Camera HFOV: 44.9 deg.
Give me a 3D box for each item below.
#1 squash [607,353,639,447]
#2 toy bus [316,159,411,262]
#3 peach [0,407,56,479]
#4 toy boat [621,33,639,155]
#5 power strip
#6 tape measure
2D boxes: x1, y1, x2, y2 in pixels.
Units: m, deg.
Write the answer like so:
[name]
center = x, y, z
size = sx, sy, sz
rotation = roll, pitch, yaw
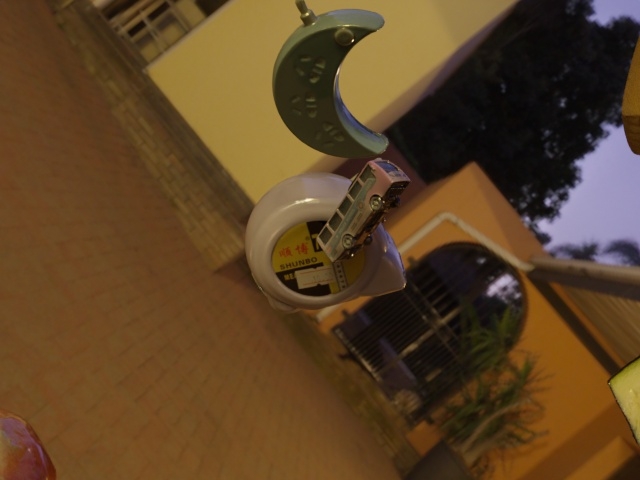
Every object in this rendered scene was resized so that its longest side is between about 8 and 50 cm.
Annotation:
[squash]
center = 0.596, 0.264, 1.272
size = 0.085, 0.184, 0.191
rotation = 35, 27, -30
[toy bus]
center = 0.045, -0.032, 0.853
size = 0.037, 0.130, 0.052
rotation = -8, 52, -45
[peach]
center = -0.403, 0.280, 0.816
size = 0.214, 0.235, 0.214
rotation = 22, 40, -19
[toy boat]
center = 0.487, -0.265, 1.036
size = 0.122, 0.320, 0.089
rotation = 12, 7, -40
[power strip]
center = 0.013, -0.226, 1.097
size = 0.054, 0.168, 0.253
rotation = -85, 169, -47
[tape measure]
center = 0.002, -0.003, 0.968
size = 0.105, 0.196, 0.178
rotation = -94, 174, -57
